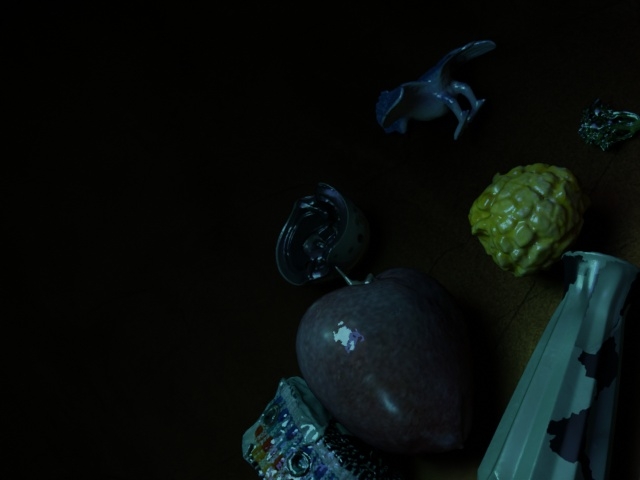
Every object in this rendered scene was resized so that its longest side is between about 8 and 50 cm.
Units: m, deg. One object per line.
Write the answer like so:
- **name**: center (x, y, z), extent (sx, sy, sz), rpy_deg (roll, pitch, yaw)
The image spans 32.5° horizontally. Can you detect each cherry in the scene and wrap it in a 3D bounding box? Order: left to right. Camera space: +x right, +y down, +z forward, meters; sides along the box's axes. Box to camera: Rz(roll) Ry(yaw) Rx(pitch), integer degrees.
- **cherry**: center (0.101, 0.168, 1.537), extent (0.307, 0.261, 0.221), rpy_deg (56, 132, 15)

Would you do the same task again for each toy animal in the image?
- **toy animal**: center (0.168, -0.235, 1.733), extent (0.176, 0.239, 0.255), rpy_deg (34, 139, 18)

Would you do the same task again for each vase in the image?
- **vase**: center (0.319, 0.199, 1.410), extent (0.165, 0.165, 0.360), rpy_deg (6, 70, 42)

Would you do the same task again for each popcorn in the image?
- **popcorn**: center (0.292, -0.031, 1.525), extent (0.180, 0.180, 0.170), rpy_deg (-17, 61, 34)

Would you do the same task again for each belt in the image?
- **belt**: center (0.005, 0.320, 1.574), extent (0.150, 0.207, 0.257), rpy_deg (-48, 55, 9)

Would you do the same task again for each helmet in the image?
- **helmet**: center (0.016, 0.000, 1.788), extent (0.177, 0.107, 0.153), rpy_deg (-39, 50, 46)

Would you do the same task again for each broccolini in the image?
- **broccolini**: center (0.469, -0.162, 1.512), extent (0.254, 0.057, 0.071), rpy_deg (4, 115, 44)

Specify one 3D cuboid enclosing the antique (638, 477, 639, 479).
- **antique**: center (0.425, 0.317, 1.299), extent (0.088, 0.086, 0.183), rpy_deg (28, 89, 45)
